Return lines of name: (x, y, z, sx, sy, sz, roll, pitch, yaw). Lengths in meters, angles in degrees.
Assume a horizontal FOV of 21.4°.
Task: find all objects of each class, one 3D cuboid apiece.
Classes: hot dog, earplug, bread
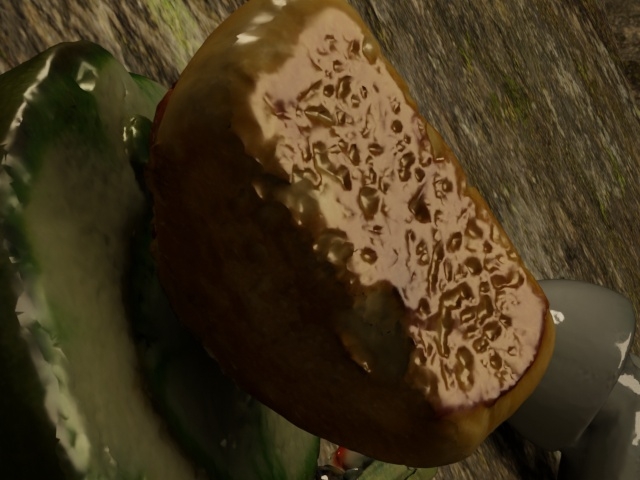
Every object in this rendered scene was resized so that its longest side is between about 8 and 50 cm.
hot dog: (0.000, 0.000, 0.901, 0.150, 0.153, 0.257, -44, 106, -33)
earplug: (0.271, 0.178, 1.806, 0.214, 0.175, 0.326, -76, 151, -47)
bread: (-0.105, 0.078, 0.973, 0.382, 0.129, 0.366, 66, 21, -13)

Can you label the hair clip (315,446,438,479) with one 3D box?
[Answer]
hair clip: (0.006, 0.215, 1.184, 0.321, 0.091, 0.138, -34, 144, -72)
